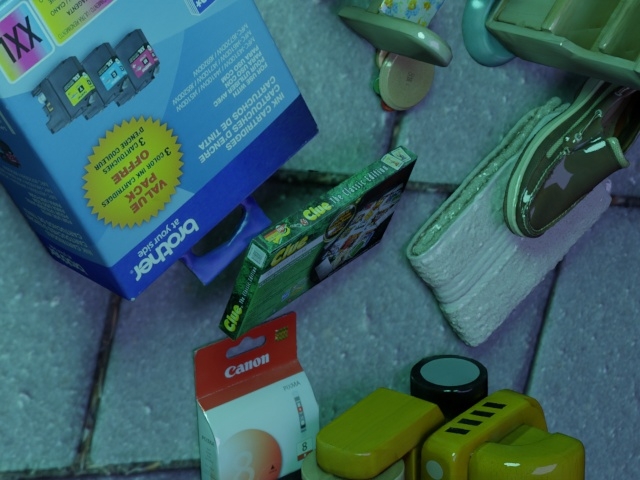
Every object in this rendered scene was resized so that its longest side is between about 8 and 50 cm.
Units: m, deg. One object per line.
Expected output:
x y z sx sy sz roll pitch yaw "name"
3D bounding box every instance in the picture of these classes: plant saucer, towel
0.213 -0.254 2.093 0.119 0.021 0.119 -16 117 -35 "plant saucer"
0.233 -0.021 2.190 0.282 0.049 0.187 -47 131 -15 "towel"

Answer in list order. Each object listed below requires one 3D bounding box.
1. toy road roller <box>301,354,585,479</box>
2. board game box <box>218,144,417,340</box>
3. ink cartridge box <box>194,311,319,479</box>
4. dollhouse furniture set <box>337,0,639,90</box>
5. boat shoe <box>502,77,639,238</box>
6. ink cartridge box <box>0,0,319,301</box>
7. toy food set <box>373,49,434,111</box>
0.154 0.285 2.090 0.329 0.241 0.202 -28 124 -45 "toy road roller"
0.000 0.000 1.933 0.260 0.030 0.136 -33 157 -44 "board game box"
-0.066 0.185 2.021 0.145 0.045 0.179 -20 122 -34 "ink cartridge box"
0.216 -0.332 1.883 0.394 0.256 0.362 38 80 -40 "dollhouse furniture set"
0.311 -0.106 2.125 0.257 0.095 0.095 -55 130 -17 "boat shoe"
-0.179 -0.136 1.722 0.270 0.151 0.395 -44 132 -18 "ink cartridge box"
0.092 -0.182 2.020 0.083 0.020 0.082 -7 112 -39 "toy food set"
